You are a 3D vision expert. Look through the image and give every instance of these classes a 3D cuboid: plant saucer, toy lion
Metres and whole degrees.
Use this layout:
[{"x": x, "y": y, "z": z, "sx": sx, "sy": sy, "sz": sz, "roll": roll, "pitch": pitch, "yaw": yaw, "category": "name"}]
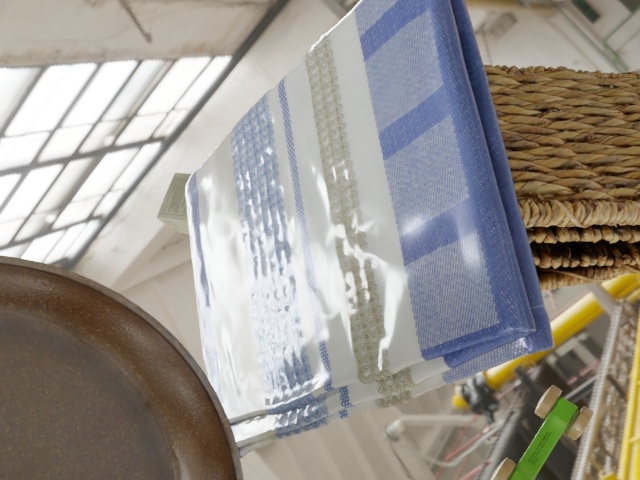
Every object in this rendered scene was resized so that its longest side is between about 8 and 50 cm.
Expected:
[{"x": -0.190, "y": 0.162, "z": 0.415, "sx": 0.310, "sy": 0.050, "sz": 0.311, "roll": 1, "pitch": -92, "yaw": -27, "category": "plant saucer"}, {"x": 0.149, "y": 0.151, "z": 0.552, "sx": 0.034, "sy": 0.096, "sz": 0.100, "roll": 33, "pitch": -117, "yaw": 19, "category": "toy lion"}]

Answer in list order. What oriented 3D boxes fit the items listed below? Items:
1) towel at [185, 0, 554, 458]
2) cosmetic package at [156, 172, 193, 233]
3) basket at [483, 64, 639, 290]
[{"x": 0.000, "y": 0.000, "z": 0.451, "sx": 0.034, "sy": 0.285, "sz": 0.209, "roll": 3, "pitch": -113, "yaw": -34, "category": "towel"}, {"x": -0.116, "y": -0.037, "z": 0.856, "sx": 0.041, "sy": 0.115, "sz": 0.060, "roll": 39, "pitch": -114, "yaw": -49, "category": "cosmetic package"}, {"x": 0.184, "y": -0.014, "z": 0.702, "sx": 0.299, "sy": 0.214, "sz": 0.223, "roll": -1, "pitch": -138, "yaw": -20, "category": "basket"}]
